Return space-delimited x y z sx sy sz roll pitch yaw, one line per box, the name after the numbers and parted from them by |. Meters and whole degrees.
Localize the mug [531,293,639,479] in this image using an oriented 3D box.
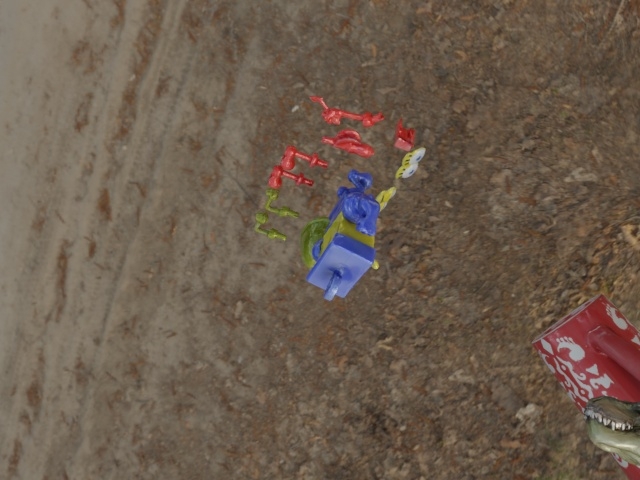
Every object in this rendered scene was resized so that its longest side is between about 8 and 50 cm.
0.315 0.139 0.563 0.169 0.113 0.150 54 150 18 | mug

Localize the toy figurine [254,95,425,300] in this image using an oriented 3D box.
0.000 0.000 0.831 0.362 0.191 0.217 126 159 -50 | toy figurine

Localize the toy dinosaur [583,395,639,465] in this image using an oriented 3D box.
0.233 0.209 0.319 0.064 0.118 0.268 -22 111 42 | toy dinosaur
